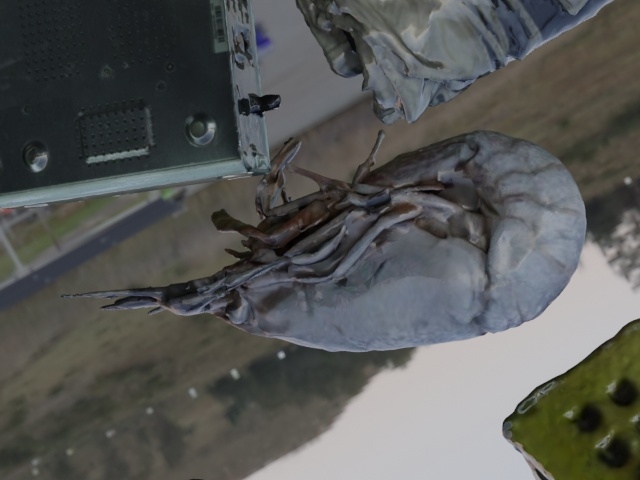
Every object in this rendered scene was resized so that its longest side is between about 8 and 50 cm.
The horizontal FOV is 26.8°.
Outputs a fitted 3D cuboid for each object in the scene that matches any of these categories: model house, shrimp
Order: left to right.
[{"bbox_3d":[0.000,0.006,0.875,0.343,0.145,0.116,-10,-172,15],"label":"shrimp"},{"bbox_3d":[0.303,0.216,1.132,0.175,0.193,0.234,-39,-136,-7],"label":"model house"}]

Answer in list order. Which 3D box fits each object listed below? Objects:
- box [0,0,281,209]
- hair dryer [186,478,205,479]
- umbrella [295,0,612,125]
[{"bbox_3d":[-0.132,-0.162,0.819,0.210,0.270,0.045,-6,179,21],"label":"box"},{"bbox_3d":[-0.042,0.274,0.957,0.050,0.195,0.173,-41,-166,12],"label":"hair dryer"},{"bbox_3d":[0.149,-0.171,0.594,0.357,0.113,0.106,-29,165,-15],"label":"umbrella"}]
